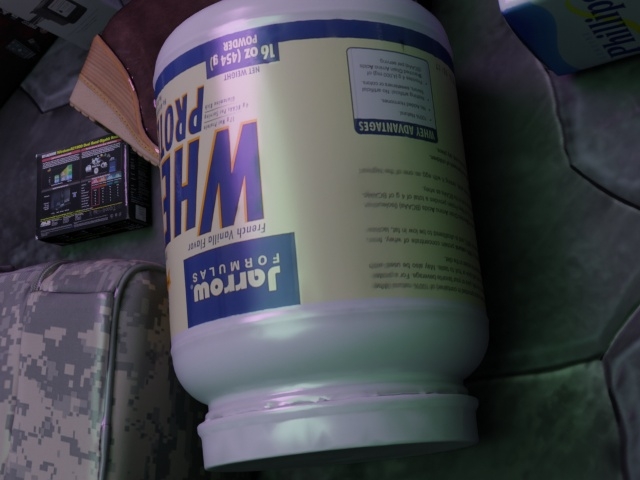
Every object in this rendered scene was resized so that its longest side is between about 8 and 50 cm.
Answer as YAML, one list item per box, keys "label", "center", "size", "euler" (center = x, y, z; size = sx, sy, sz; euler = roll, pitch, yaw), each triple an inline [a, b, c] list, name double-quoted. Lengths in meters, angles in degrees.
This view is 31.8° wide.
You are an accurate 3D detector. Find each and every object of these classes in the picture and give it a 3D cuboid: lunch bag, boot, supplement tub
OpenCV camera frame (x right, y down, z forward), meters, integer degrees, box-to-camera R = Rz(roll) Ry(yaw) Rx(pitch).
- label: "lunch bag"
  center: [-0.208, 0.165, 0.950]
  size: [0.256, 0.212, 0.305]
  euler: [-3, 77, 30]
- label: "boot"
  center: [-0.098, -0.156, 1.032]
  size: [0.248, 0.090, 0.207]
  euler: [35, 89, 21]
- label: "supplement tub"
  center: [0.000, 0.000, 0.844]
  size: [0.235, 0.235, 0.325]
  euler: [-14, 74, 28]

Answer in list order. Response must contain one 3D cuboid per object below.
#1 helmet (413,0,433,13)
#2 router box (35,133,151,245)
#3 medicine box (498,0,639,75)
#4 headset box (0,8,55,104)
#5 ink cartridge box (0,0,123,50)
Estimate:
- label: "helmet"
  center: [0.006, -0.233, 0.940]
  size: [0.169, 0.161, 0.169]
  euler: [-7, 75, 30]
- label: "router box"
  center: [-0.226, -0.051, 1.113]
  size: [0.122, 0.038, 0.092]
  euler: [-11, 74, 29]
- label: "medicine box"
  center: [0.260, -0.296, 0.799]
  size: [0.289, 0.149, 0.263]
  euler: [-14, 72, 25]
- label: "headset box"
  center: [-0.451, -0.182, 1.173]
  size: [0.293, 0.218, 0.110]
  euler: [-47, 60, 13]
- label: "ink cartridge box"
  center: [-0.280, -0.271, 1.129]
  size: [0.063, 0.150, 0.109]
  euler: [-37, 63, 19]
